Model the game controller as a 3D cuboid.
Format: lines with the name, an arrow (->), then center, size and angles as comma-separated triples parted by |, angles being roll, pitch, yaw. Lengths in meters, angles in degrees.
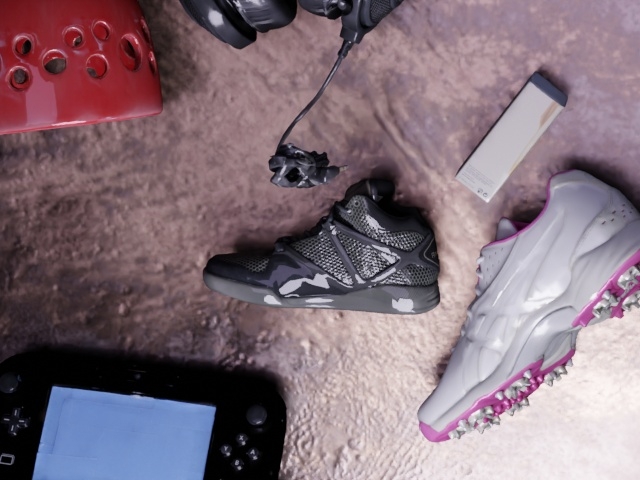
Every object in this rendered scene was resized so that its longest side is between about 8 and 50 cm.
game controller -> -0.194, 0.207, 1.599 | 0.319, 0.067, 0.166 | 6, 63, 12

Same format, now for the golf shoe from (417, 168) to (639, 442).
golf shoe -> 0.187, 0.063, 1.492 | 0.306, 0.115, 0.140 | -47, 67, 22

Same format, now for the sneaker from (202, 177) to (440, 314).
sneaker -> 0.000, 0.000, 1.520 | 0.227, 0.087, 0.130 | 1, 102, 10

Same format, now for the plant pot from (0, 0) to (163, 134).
plant pot -> -0.252, -0.189, 1.477 | 0.191, 0.191, 0.174 | -7, 97, 15

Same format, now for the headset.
headset -> -0.027, -0.243, 1.410 | 0.243, 0.185, 0.394 | -4, 92, 15

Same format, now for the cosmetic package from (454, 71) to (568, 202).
cosmetic package -> 0.176, -0.095, 1.465 | 0.041, 0.060, 0.115 | 38, 111, 1
